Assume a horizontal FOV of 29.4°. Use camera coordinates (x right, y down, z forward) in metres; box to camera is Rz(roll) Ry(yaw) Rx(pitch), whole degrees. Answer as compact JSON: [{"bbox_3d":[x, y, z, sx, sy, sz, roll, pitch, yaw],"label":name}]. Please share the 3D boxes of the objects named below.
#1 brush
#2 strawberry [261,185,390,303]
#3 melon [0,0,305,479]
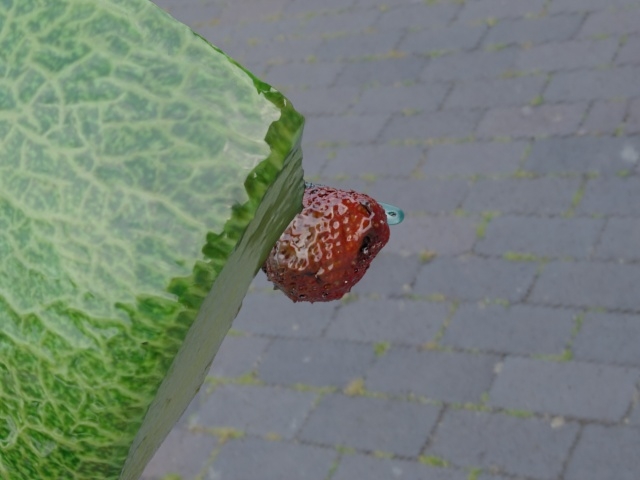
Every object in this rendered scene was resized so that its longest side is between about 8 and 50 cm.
[{"bbox_3d":[0.023,-0.056,1.710,0.193,0.032,0.043,11,56,12],"label":"brush"},{"bbox_3d":[0.000,0.000,0.830,0.096,0.083,0.083,-16,34,16],"label":"strawberry"},{"bbox_3d":[-0.189,-0.036,0.726,0.344,0.331,0.226,31,34,11],"label":"melon"}]
